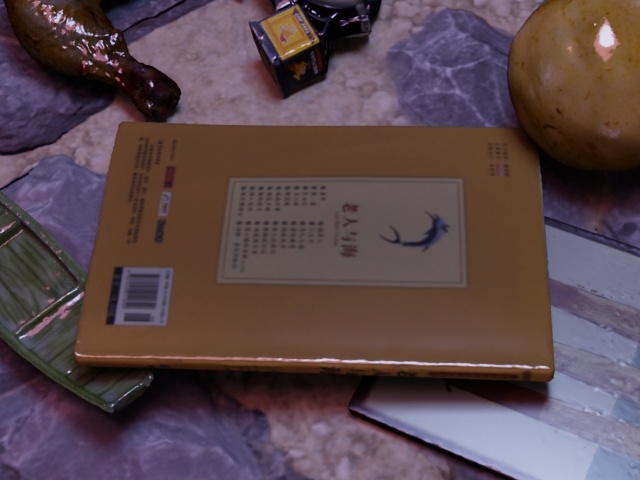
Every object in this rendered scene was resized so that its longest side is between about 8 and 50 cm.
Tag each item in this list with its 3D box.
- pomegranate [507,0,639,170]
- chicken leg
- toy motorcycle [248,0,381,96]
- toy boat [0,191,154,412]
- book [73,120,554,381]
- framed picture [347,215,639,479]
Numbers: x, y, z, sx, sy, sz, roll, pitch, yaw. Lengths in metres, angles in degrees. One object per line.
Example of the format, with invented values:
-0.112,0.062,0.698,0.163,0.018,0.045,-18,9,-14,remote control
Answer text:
0.252,-0.157,1.103,0.196,0.196,0.196,-3,57,5,pomegranate
-0.230,-0.248,1.286,0.177,0.083,0.323,-1,55,-6,chicken leg
-0.039,-0.282,1.275,0.157,0.091,0.263,-28,61,-6,toy motorcycle
-0.244,0.053,1.104,0.093,0.055,0.293,-38,60,-18,toy boat
0.000,0.000,1.087,0.388,0.032,0.269,2,51,3,book
0.218,0.100,1.043,0.323,0.013,0.244,20,61,18,framed picture
